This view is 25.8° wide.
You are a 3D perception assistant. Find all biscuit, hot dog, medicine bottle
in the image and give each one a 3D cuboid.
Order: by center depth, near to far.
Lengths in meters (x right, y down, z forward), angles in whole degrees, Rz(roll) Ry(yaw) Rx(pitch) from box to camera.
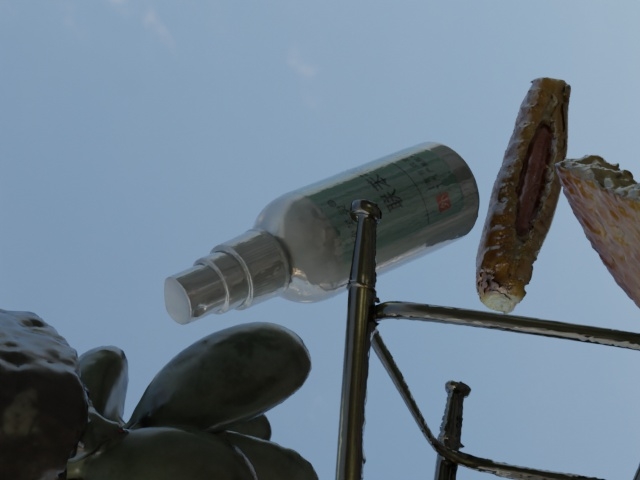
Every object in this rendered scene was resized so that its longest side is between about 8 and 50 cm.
[{"bbox_3d":[0.183,0.031,0.589,0.025,0.206,0.126,-38,-53,-13],"label":"biscuit"},{"bbox_3d":[0.000,0.000,1.345,0.352,0.110,0.110,-22,-92,-37],"label":"medicine bottle"},{"bbox_3d":[0.219,-0.056,1.511,0.068,0.083,0.289,21,-118,-9],"label":"hot dog"}]

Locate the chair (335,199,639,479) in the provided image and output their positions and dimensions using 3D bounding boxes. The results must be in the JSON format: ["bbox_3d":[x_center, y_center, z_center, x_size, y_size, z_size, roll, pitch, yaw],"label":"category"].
[{"bbox_3d":[0.179,0.247,1.233,0.364,0.362,0.410,60,-136,-50],"label":"chair"}]

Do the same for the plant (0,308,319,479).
[{"bbox_3d":[-0.131,0.109,0.713,0.275,0.146,0.149,6,-155,-31],"label":"plant"}]
